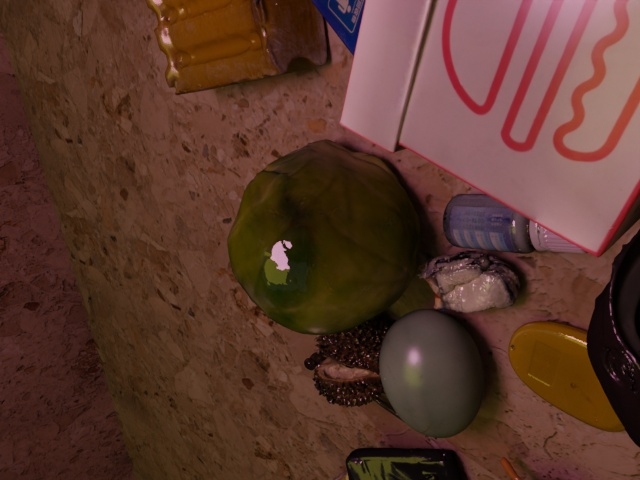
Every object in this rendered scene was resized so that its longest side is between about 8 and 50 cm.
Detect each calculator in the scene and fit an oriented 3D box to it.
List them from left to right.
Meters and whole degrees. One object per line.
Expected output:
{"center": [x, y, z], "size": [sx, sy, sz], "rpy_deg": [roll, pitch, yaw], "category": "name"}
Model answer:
{"center": [0.383, 0.200, 0.843], "size": [0.235, 0.032, 0.146], "rpy_deg": [25, 127, 37], "category": "calculator"}

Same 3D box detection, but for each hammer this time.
{"center": [0.090, 0.319, 1.235], "size": [0.292, 0.058, 0.029], "rpy_deg": [29, 135, 30], "category": "hammer"}

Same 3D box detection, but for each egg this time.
{"center": [0.185, 0.223, 0.972], "size": [0.168, 0.168, 0.230], "rpy_deg": [7, 121, 47], "category": "egg"}

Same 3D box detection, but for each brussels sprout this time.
{"center": [0.000, 0.000, 0.982], "size": [0.344, 0.344, 0.268], "rpy_deg": [41, 145, 27], "category": "brussels sprout"}

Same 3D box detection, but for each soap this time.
{"center": [-0.165, -0.426, 1.038], "size": [0.335, 0.156, 0.293], "rpy_deg": [5, 110, 47], "category": "soap"}

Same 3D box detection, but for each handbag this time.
{"center": [0.185, 0.545, 1.163], "size": [0.244, 0.088, 0.275], "rpy_deg": [-13, 88, 34], "category": "handbag"}

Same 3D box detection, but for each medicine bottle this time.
{"center": [0.273, -0.023, 0.809], "size": [0.203, 0.083, 0.083], "rpy_deg": [6, 114, 49], "category": "medicine bottle"}

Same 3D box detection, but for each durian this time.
{"center": [0.079, 0.230, 1.110], "size": [0.196, 0.167, 0.196], "rpy_deg": [17, 128, 23], "category": "durian"}

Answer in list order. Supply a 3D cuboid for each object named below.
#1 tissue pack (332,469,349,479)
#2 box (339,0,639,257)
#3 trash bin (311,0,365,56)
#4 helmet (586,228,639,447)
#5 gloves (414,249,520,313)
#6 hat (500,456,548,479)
{"center": [0.109, 0.635, 1.341], "size": [0.222, 0.090, 0.186], "rpy_deg": [50, 136, 16], "category": "tissue pack"}
{"center": [0.247, -0.219, 0.555], "size": [0.300, 0.314, 0.312], "rpy_deg": [36, 133, 28], "category": "box"}
{"center": [0.096, -0.334, 0.796], "size": [0.234, 0.184, 0.162], "rpy_deg": [54, 141, 31], "category": "trash bin"}
{"center": [0.409, 0.123, 0.648], "size": [0.177, 0.225, 0.305], "rpy_deg": [99, 148, -75], "category": "helmet"}
{"center": [0.231, 0.058, 0.905], "size": [0.153, 0.070, 0.114], "rpy_deg": [-9, 116, 51], "category": "gloves"}
{"center": [0.335, 0.464, 0.925], "size": [0.244, 0.233, 0.233], "rpy_deg": [-29, 61, 12], "category": "hat"}
